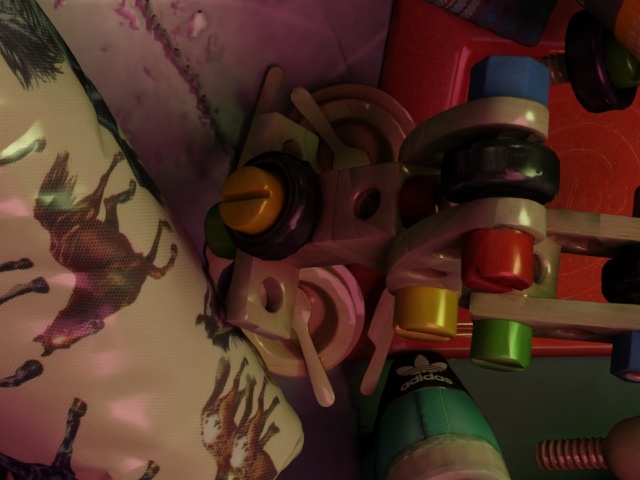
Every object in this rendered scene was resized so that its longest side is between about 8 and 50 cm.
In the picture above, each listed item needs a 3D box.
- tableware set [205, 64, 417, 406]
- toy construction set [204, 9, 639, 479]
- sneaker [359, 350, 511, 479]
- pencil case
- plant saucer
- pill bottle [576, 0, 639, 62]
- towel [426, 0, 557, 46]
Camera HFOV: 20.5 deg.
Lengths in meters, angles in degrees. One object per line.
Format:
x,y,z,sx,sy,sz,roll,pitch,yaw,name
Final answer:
0.000,0.000,1.069,0.128,0.039,0.194,17,108,-5,tableware set
0.072,0.039,0.987,0.257,0.237,0.309,-16,96,-58,toy construction set
0.085,0.194,1.186,0.108,0.121,0.302,-7,138,-3,sneaker
-0.173,0.007,0.955,0.183,0.160,0.410,-26,121,5,pencil case
0.153,-0.031,1.143,0.258,0.048,0.259,1,113,-23,plant saucer
0.193,-0.170,0.889,0.162,0.278,0.162,-37,163,-14,pill bottle
0.028,-0.293,0.962,0.370,0.040,0.271,21,96,-30,towel
